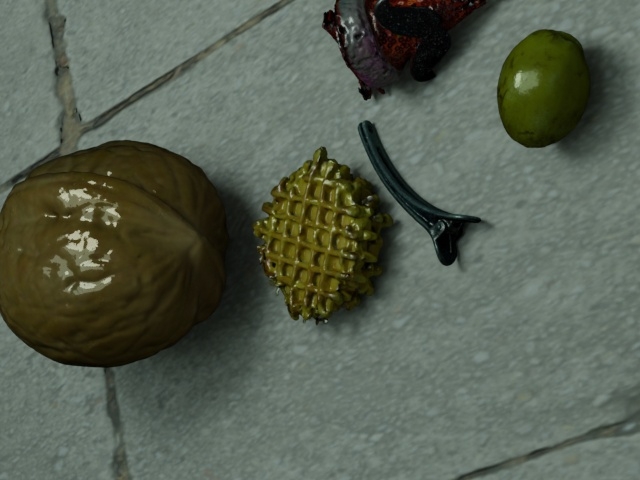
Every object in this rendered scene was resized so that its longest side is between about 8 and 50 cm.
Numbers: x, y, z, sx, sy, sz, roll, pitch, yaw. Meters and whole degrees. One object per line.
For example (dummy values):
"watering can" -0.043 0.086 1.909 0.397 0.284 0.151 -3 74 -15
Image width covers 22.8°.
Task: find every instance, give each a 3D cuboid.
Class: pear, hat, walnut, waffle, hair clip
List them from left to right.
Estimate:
"walnut" -0.267 0.017 2.056 0.333 0.333 0.333 -6 81 42
"waffle" 0.000 0.000 1.957 0.197 0.070 0.193 -52 54 28
"hair clip" 0.101 -0.065 1.891 0.229 0.039 0.070 48 117 36
"hat" 0.121 -0.254 1.868 0.227 0.129 0.140 -18 114 22
"pear" 0.241 -0.165 1.730 0.107 0.107 0.131 37 121 39
